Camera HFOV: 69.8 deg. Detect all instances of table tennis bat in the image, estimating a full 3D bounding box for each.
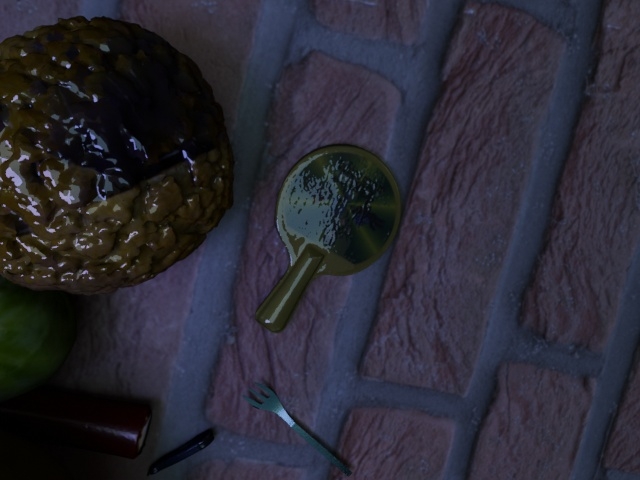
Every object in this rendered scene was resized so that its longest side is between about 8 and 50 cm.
[{"bbox_3d":[0.000,0.000,0.718,0.198,0.050,0.321,33,86,-12],"label":"table tennis bat"}]

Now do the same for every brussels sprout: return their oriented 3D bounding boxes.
[{"bbox_3d":[-0.444,0.075,0.561,0.210,0.219,0.271,-37,126,-5],"label":"brussels sprout"}]

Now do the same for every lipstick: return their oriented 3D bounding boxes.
[{"bbox_3d":[-0.374,0.259,0.668,0.240,0.080,0.080,14,94,-10],"label":"lipstick"}]

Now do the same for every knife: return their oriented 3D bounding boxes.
[{"bbox_3d":[-0.223,0.337,0.726,0.121,0.031,0.018,-27,99,0],"label":"knife"}]

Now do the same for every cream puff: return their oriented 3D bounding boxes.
[{"bbox_3d":[-0.258,-0.104,0.527,0.342,0.231,0.328,13,73,-40],"label":"cream puff"}]

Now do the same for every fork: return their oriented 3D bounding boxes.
[{"bbox_3d":[-0.035,0.314,0.756,0.039,0.021,0.235,-45,102,2],"label":"fork"}]

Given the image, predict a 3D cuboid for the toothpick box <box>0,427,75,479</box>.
[{"bbox_3d":[-0.458,0.397,0.465,0.425,0.409,0.409,-21,100,26],"label":"toothpick box"}]
